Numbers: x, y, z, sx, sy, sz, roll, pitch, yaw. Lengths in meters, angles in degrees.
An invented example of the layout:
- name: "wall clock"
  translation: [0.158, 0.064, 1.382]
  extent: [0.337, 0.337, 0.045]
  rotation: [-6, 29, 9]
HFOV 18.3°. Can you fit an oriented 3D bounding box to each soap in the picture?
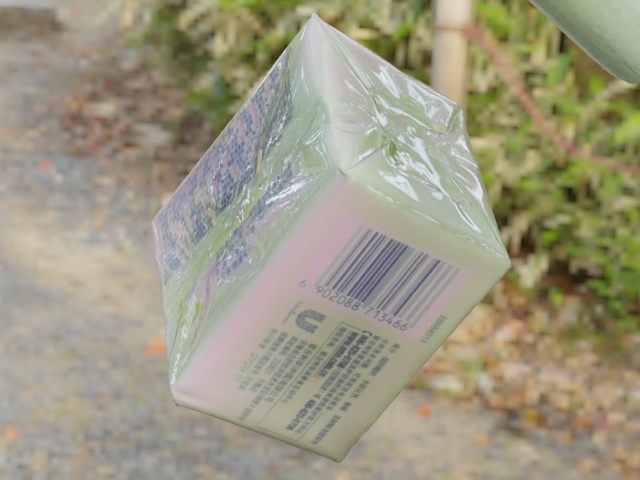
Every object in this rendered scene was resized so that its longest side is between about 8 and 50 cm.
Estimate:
- name: "soap"
  translation: [0.000, 0.000, 1.233]
  extent: [0.138, 0.199, 0.182]
  rotation: [24, 30, -27]

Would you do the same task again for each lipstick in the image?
- name: "lipstick"
  translation: [0.128, -0.180, 1.149]
  extent: [0.076, 0.076, 0.304]
  rotation: [16, -10, 40]
